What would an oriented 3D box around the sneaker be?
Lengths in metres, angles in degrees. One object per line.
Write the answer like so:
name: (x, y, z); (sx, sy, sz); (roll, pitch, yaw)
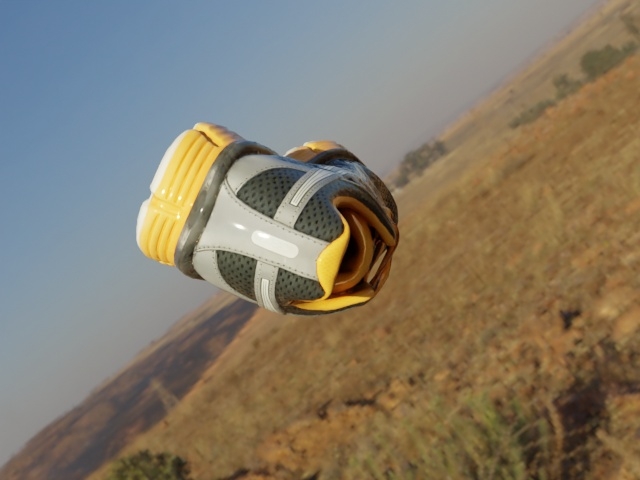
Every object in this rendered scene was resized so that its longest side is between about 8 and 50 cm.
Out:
sneaker: (0.000, 0.000, 0.463); (0.215, 0.083, 0.084); (-5, -63, -68)
